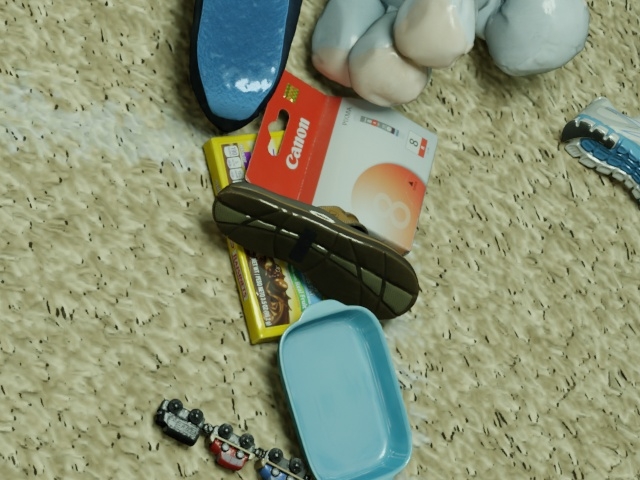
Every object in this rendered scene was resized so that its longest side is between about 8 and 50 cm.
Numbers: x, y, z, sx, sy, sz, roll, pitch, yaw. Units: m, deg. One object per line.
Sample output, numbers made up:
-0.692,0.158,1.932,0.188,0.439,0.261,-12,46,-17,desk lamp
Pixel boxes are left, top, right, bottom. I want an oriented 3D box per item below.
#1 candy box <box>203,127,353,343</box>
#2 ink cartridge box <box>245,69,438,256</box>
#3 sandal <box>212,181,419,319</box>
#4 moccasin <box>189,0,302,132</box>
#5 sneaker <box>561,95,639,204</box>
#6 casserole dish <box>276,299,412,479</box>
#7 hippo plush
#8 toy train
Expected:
-0.040,-0.007,1.681,0.105,0.027,0.205,-8,76,-29,candy box
0.025,-0.082,1.704,0.179,0.045,0.145,31,56,-24,ink cartridge box
0.000,0.000,1.646,0.219,0.090,0.060,26,41,-8,sandal
-0.075,-0.270,1.713,0.138,0.117,0.342,18,70,-3,moccasin
0.355,-0.089,1.851,0.191,0.071,0.083,39,53,-1,sneaker
0.018,0.150,1.633,0.114,0.037,0.188,-16,90,-27,casserole dish
0.135,-0.236,1.766,0.237,0.294,0.234,18,110,-37,hippo plush
-0.081,0.193,1.594,0.158,0.027,0.036,28,67,-12,toy train
